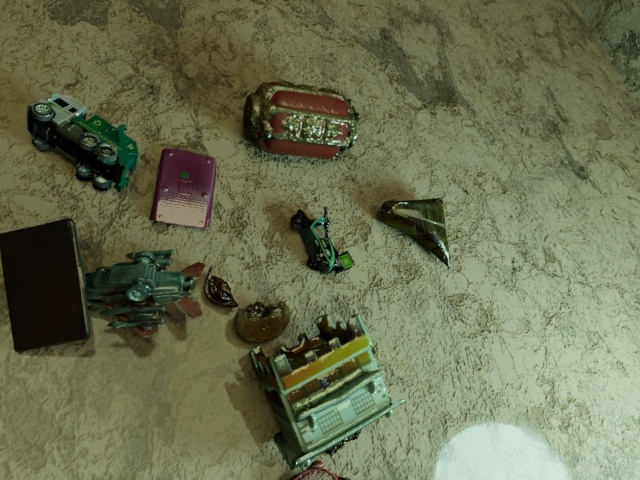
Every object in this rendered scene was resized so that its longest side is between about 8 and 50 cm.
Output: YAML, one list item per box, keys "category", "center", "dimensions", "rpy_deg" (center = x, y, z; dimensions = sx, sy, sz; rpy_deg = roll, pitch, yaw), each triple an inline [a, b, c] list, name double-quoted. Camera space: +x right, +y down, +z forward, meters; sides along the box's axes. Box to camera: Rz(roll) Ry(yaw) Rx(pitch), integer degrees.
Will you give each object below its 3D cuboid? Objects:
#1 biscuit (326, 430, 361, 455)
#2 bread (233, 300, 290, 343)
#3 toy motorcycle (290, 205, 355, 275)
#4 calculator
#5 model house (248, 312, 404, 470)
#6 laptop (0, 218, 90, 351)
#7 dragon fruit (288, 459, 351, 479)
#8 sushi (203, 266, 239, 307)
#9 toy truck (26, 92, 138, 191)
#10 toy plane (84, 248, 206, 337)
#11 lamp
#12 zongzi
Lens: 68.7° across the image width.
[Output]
- category: "biscuit"
  center: [0.039, 0.385, 0.938]
  dimensions: [0.087, 0.027, 0.089]
  rpy_deg: [17, 60, -13]
- category: "bread"
  center: [-0.121, 0.164, 0.945]
  dimensions: [0.113, 0.082, 0.060]
  rpy_deg: [-4, 28, -28]
- category: "toy motorcycle"
  center: [0.000, 0.000, 1.080]
  dimensions: [0.100, 0.058, 0.173]
  rpy_deg: [-20, 78, -36]
- category: "calculator"
  center: [-0.295, -0.117, 1.022]
  dimensions: [0.127, 0.034, 0.190]
  rpy_deg: [8, 64, -18]
- category: "model house"
  center: [0.001, 0.269, 0.865]
  dimensions: [0.224, 0.198, 0.215]
  rpy_deg: [-23, 88, -23]
- category: "laptop"
  center: [-0.468, 0.076, 0.796]
  dimensions: [0.154, 0.026, 0.206]
  rpy_deg: [-12, 85, 8]
- category: "dragon fruit"
  center: [-0.014, 0.470, 0.859]
  dimensions: [0.112, 0.068, 0.126]
  rpy_deg: [31, 71, 12]
- category: "sushi"
  center: [-0.206, 0.104, 0.950]
  dimensions: [0.099, 0.047, 0.050]
  rpy_deg: [45, 61, 3]
- category: "toy truck"
  center: [-0.469, -0.204, 0.949]
  dimensions: [0.216, 0.110, 0.116]
  rpy_deg: [34, 46, -5]
- category: "toy plane"
  center: [-0.380, 0.083, 0.853]
  dimensions: [0.327, 0.104, 0.222]
  rpy_deg: [7, 38, -16]
- category: "lamp"
  center: [-0.045, -0.288, 1.129]
  dimensions: [0.274, 0.177, 0.176]
  rpy_deg: [2, 67, -20]
- category: "zongzi"
  center: [0.235, -0.015, 1.179]
  dimensions: [0.188, 0.084, 0.183]
  rpy_deg: [-3, 79, -17]
